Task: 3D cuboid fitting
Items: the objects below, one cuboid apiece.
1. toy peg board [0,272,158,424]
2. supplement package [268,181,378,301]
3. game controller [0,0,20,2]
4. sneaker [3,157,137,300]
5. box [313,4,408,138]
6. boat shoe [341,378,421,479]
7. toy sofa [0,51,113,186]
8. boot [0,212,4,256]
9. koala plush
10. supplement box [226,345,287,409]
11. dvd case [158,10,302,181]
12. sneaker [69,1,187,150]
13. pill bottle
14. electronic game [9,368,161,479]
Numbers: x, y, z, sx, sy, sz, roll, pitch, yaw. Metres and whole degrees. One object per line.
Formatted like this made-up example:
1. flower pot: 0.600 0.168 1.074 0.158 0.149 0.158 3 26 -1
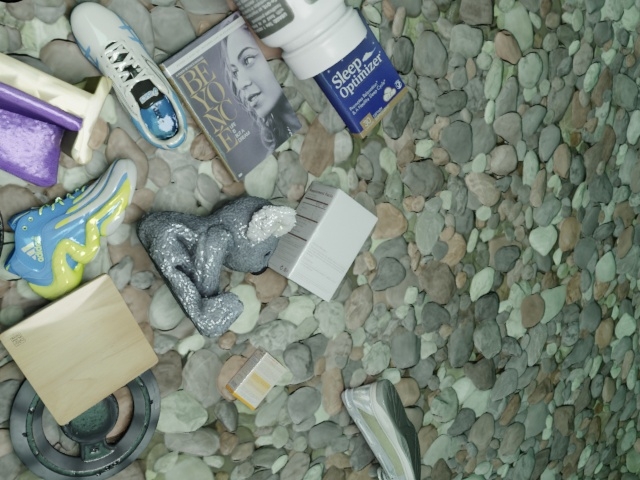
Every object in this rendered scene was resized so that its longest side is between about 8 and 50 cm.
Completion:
1. toy peg board: -0.355 0.151 0.877 0.161 0.079 0.161 -33 112 -24
2. supplement package: 0.000 0.000 1.074 0.105 0.105 0.179 35 84 -31
3. game controller: -0.385 -0.472 0.754 0.166 0.067 0.319 30 87 -32
4. sneaker: -0.367 -0.032 0.858 0.126 0.091 0.240 30 87 -32
5. box: 0.054 -0.313 1.072 0.136 0.036 0.225 -47 119 -12
6. boat shoe: 0.143 0.431 1.274 0.118 0.103 0.321 -71 143 -54
7. toy sofa: -0.463 -0.192 0.727 0.362 0.150 0.177 22 89 -33
8. boot: -0.457 0.060 0.758 0.094 0.207 0.247 8 97 -33
9. koala plush: -0.151 0.004 0.943 0.221 0.196 0.203 -33 106 -16
10. supplement box: -0.119 0.256 1.107 0.098 0.036 0.062 -49 120 -11
11. dvd case: -0.137 -0.233 0.974 0.164 0.018 0.221 -45 120 -24
12. sneaker: -0.270 -0.239 0.868 0.085 0.086 0.237 -40 117 -15
13. pill bottle: -0.061 -0.399 0.896 0.161 0.161 0.283 -44 115 -14
14. electronic game: -0.371 0.278 0.955 0.229 0.048 0.230 -3 95 -29
